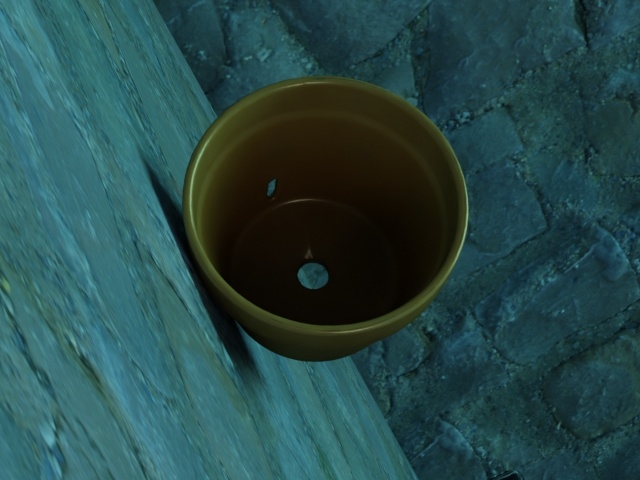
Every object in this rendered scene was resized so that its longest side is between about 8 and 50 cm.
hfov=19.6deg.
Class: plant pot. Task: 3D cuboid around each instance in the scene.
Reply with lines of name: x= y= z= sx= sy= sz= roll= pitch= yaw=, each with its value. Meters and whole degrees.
plant pot: x=0.000 y=0.000 z=1.950 sx=0.203 sy=0.290 sz=0.291 roll=98 pitch=-31 yaw=-66

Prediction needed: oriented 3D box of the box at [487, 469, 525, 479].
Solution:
box: x=0.176 y=0.419 z=1.774 sx=0.294 sy=0.212 sz=0.395 roll=65 pitch=3 yaw=19
